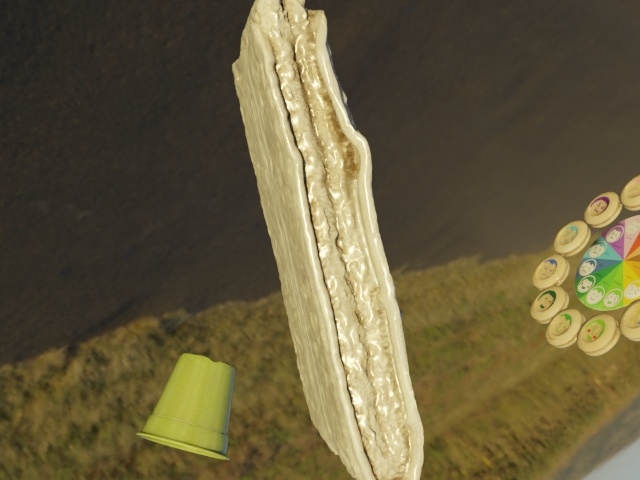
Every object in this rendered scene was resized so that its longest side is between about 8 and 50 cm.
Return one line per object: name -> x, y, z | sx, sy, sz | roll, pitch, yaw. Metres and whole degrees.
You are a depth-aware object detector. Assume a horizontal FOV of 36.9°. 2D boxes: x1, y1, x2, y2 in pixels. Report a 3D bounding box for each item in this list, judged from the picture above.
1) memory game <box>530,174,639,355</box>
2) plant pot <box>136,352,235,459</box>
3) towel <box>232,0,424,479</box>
memory game -> 0.252, 0.016, 0.803 | 0.186, 0.012, 0.186 | -40, -154, 24
plant pot -> -0.109, 0.142, 0.837 | 0.083, 0.083, 0.079 | 75, 28, -71
towel -> 0.000, 0.000, 0.586 | 0.049, 0.282, 0.187 | -12, -178, -8
